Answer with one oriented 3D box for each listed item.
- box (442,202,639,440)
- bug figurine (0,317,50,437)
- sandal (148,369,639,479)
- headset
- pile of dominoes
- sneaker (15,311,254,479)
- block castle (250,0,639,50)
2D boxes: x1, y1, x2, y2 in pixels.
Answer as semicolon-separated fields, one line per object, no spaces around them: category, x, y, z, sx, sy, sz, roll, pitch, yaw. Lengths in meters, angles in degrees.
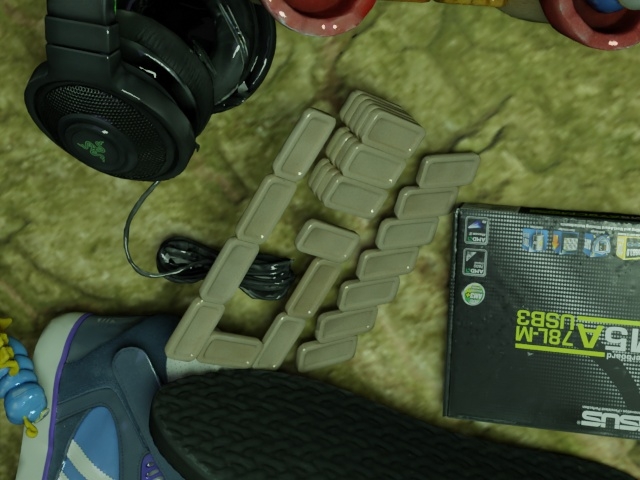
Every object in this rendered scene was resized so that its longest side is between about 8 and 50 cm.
box;0.201;0.067;0.977;0.191;0.045;0.184;6;101;13
bug figurine;-0.334;0.142;1.064;0.279;0.072;0.216;-47;55;30
sandal;0.072;0.221;0.938;0.446;0.167;0.107;17;116;-5
headset;-0.101;-0.128;0.921;0.185;0.243;0.394;14;126;15
pile of dominoes;0.000;0.000;0.965;0.251;0.196;0.040;-58;45;18
sneaker;-0.141;0.226;1.048;0.236;0.130;0.322;7;97;17
block castle;0.093;-0.360;0.770;0.303;0.213;0.453;-1;103;-18
